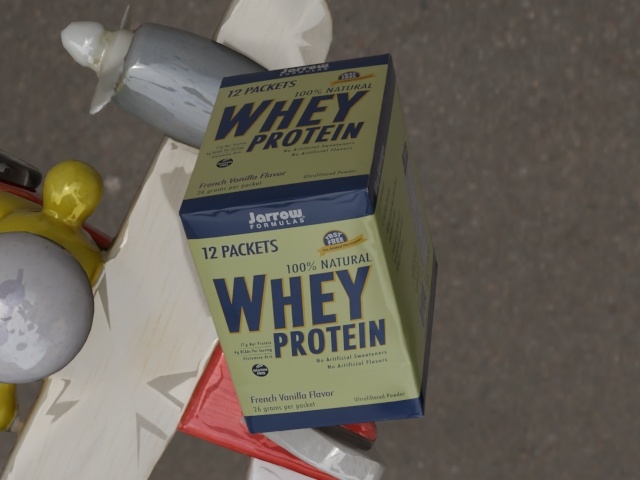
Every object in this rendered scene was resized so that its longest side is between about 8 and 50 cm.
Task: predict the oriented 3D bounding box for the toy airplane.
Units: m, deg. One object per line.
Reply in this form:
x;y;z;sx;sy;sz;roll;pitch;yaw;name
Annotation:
-0.132;0.060;1.017;0.385;0.386;0.272;-18;172;9;toy airplane

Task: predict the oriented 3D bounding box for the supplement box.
0.000;0.000;0.514;0.056;0.083;0.083;-7;123;12;supplement box
